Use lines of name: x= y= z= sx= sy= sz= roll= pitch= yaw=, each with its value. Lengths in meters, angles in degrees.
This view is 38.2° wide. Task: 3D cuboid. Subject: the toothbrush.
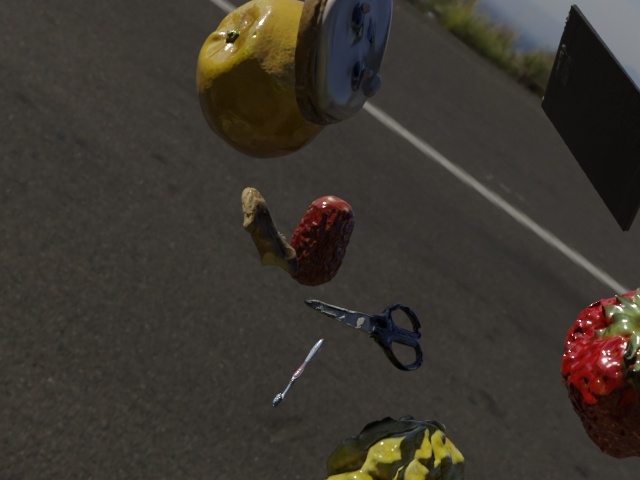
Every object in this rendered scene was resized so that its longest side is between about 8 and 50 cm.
toothbrush: x=-0.047 y=0.286 z=2.019 sx=0.013 sy=0.193 sz=0.019 roll=21 pitch=-33 yaw=29

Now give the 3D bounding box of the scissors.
scissors: x=0.071 y=0.125 z=1.387 sx=0.300 sy=0.022 sz=0.109 roll=26 pitch=55 yaw=-49

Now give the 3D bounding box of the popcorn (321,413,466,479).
popcorn: x=0.115 y=0.400 z=1.497 sx=0.286 sy=0.252 sz=0.215 roll=-8 pitch=64 yaw=-41

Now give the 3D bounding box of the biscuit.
biscuit: x=0.031 y=-0.212 z=0.975 sx=0.049 sy=0.181 sz=0.208 roll=10 pitch=44 yaw=18

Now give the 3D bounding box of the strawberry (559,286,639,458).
strawberry: x=0.472 y=0.210 z=1.340 sx=0.257 sy=0.277 sz=0.257 roll=-4 pitch=40 yaw=4

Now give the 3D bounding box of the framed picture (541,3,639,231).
framed picture: x=0.499 y=-0.218 z=1.651 sx=0.014 sy=0.255 sz=0.339 roll=-14 pitch=54 yaw=-12

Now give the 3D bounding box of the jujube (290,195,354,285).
jujube: x=0.000 y=0.000 z=1.745 sx=0.109 sy=0.176 sz=0.112 roll=18 pitch=18 yaw=-11

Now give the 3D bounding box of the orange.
orange: x=-0.083 y=-0.276 z=1.550 sx=0.235 sy=0.279 sz=0.279 roll=35 pitch=18 yaw=-29

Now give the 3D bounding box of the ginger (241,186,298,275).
ginger: x=-0.079 y=-0.009 z=1.313 sx=0.137 sy=0.057 sz=0.044 roll=62 pitch=-21 yaw=-14
